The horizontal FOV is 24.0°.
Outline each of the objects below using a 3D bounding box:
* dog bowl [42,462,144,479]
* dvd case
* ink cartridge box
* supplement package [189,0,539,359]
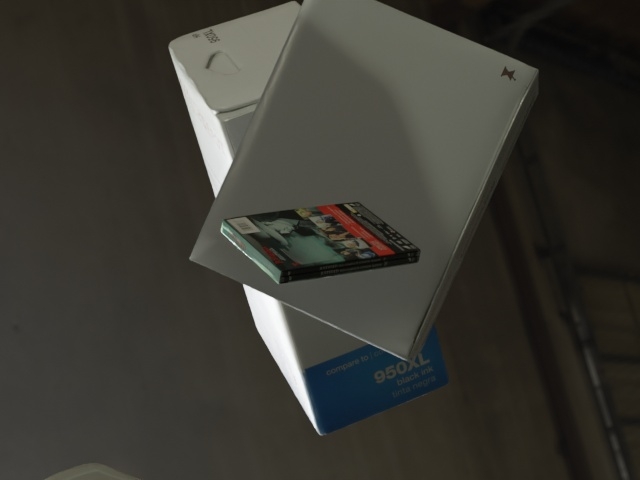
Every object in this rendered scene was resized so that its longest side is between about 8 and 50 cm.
[{"bbox_3d":[-0.206,0.399,1.483,0.349,0.348,0.102,4,4,-45],"label":"dog bowl"},{"bbox_3d":[0.000,0.000,1.089,0.119,0.087,0.013,-7,-60,-33],"label":"dvd case"},{"bbox_3d":[-0.016,-0.033,1.672,0.166,0.394,0.285,-21,27,-8],"label":"ink cartridge box"},{"bbox_3d":[0.042,-0.058,1.290,0.204,0.261,0.145,24,1,8],"label":"supplement package"}]
